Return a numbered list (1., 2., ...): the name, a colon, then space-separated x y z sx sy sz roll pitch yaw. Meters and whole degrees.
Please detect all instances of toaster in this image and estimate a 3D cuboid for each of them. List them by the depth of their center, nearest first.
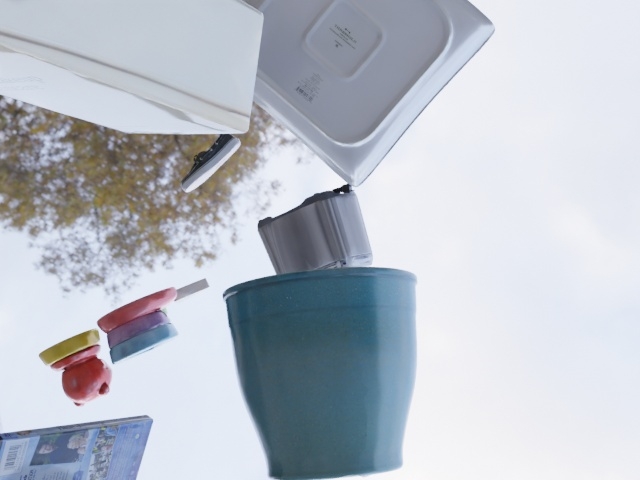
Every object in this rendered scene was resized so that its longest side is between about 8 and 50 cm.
1. toaster: 0.000 0.000 1.338 0.227 0.129 0.146 -23 -98 35

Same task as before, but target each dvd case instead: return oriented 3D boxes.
1. dvd case: -0.361 0.342 1.036 0.022 0.253 0.180 23 -81 36

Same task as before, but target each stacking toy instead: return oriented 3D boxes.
1. stacking toy: -0.359 0.203 1.461 0.309 0.280 0.130 -28 -95 33

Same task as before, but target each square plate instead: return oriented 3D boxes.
1. square plate: 0.039 -0.315 1.159 0.344 0.347 0.049 -49 -172 11

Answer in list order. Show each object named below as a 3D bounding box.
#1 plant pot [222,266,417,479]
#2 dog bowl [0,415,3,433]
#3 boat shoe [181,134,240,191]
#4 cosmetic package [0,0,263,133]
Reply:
1. plant pot: 0.011 0.187 0.999 0.272 0.272 0.255 -15 -107 33
2. dog bowl: -0.663 0.349 1.078 0.150 0.408 0.407 7 -110 54
3. boat shoe: -0.203 -0.143 1.320 0.142 0.040 0.049 -47 178 -25
4. cosmetic package: -0.201 -0.166 0.543 0.160 0.310 0.113 5 -92 36
